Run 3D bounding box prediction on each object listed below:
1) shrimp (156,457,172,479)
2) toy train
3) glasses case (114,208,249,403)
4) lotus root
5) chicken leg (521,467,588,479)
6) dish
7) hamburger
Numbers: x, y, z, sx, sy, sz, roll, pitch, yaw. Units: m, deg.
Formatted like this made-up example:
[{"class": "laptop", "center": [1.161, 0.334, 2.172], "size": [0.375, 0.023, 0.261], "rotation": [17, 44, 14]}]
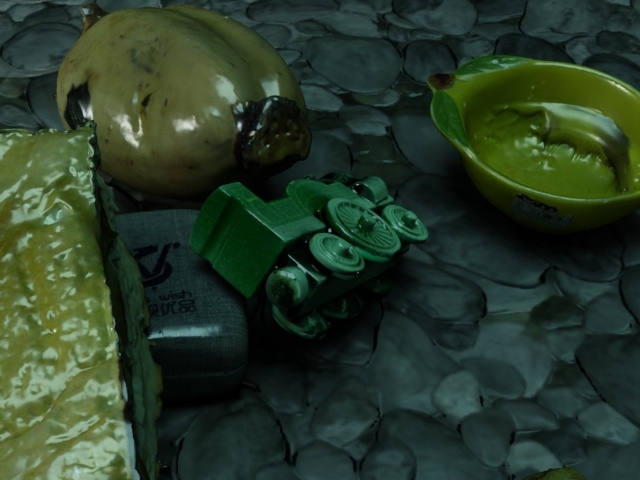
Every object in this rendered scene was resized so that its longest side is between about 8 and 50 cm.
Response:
[{"class": "shrimp", "center": [-0.164, 0.194, 0.557], "size": [0.217, 0.051, 0.150], "rotation": [-28, 54, -16]}, {"class": "toy train", "center": [0.000, 0.000, 0.702], "size": [0.104, 0.071, 0.178], "rotation": [38, 26, 15]}, {"class": "glasses case", "center": [-0.209, 0.058, 0.672], "size": [0.323, 0.074, 0.131], "rotation": [-8, 47, -10]}, {"class": "lotus root", "center": [-0.106, -0.098, 0.778], "size": [0.154, 0.140, 0.257], "rotation": [-20, 32, -31]}, {"class": "chicken leg", "center": [0.086, 0.204, 0.521], "size": [0.103, 0.088, 0.227], "rotation": [40, 52, 17]}, {"class": "dish", "center": [0.172, -0.062, 0.800], "size": [0.207, 0.080, 0.149], "rotation": [26, 53, 22]}, {"class": "hamburger", "center": [-0.188, 0.080, 0.527], "size": [0.211, 0.132, 0.309], "rotation": [-10, 57, -7]}]
